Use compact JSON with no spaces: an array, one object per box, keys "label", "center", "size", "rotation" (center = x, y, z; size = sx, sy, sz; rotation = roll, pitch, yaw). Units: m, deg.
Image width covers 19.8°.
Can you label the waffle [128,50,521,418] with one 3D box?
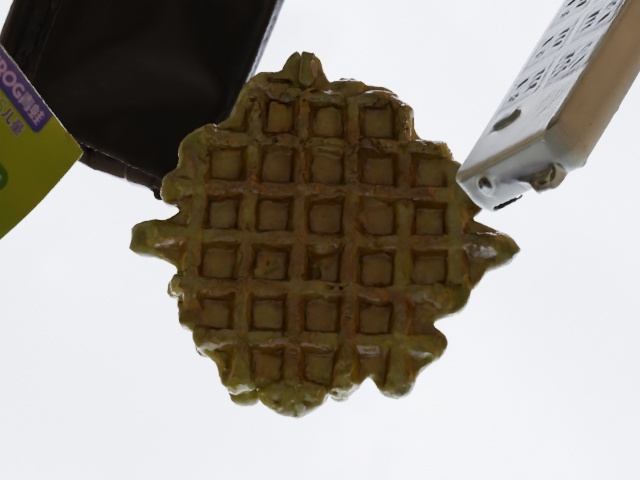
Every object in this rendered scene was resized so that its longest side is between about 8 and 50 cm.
[{"label":"waffle","center":[0.000,0.000,1.271],"size":[0.238,0.059,0.243],"rotation":[-38,-103,-17]}]

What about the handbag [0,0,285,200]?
[{"label":"handbag","center":[-0.141,-0.174,1.479],"size":[0.223,0.080,0.247],"rotation":[26,-82,22]}]

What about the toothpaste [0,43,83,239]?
[{"label":"toothpaste","center":[-0.259,-0.075,0.955],"size":[0.327,0.110,0.077],"rotation":[12,-125,49]}]

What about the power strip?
[{"label":"power strip","center":[0.137,-0.089,0.981],"size":[0.035,0.081,0.192],"rotation":[47,-130,-15]}]
